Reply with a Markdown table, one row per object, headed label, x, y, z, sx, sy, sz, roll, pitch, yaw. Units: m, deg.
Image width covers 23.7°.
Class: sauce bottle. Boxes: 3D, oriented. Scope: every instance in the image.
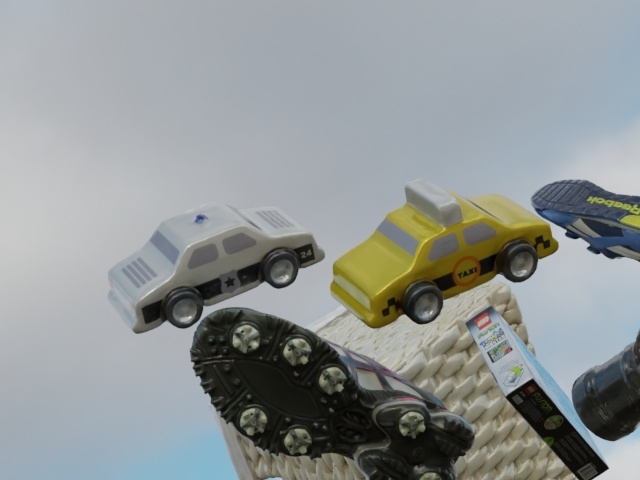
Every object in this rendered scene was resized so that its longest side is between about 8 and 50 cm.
| label | x | y | z | sx | sy | sz | roll | pitch | yaw |
| --- | --- | --- | --- | --- | --- | --- | --- | --- | --- |
| sauce bottle | 0.357 | 0.068 | 1.316 | 0.111 | 0.111 | 0.344 | 9 | -36 | -36 |

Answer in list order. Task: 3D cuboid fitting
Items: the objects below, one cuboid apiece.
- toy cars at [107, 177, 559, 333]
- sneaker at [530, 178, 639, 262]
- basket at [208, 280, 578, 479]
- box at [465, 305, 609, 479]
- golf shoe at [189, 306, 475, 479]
| label | x | y | z | sx | sy | sz | roll | pitch | yaw |
| --- | --- | --- | --- | --- | --- | --- | --- | --- | --- |
| toy cars | 0.000 | 0.000 | 1.303 | 0.394 | 0.176 | 0.087 | -3 | -62 | 18 |
| sneaker | 0.249 | -0.014 | 1.362 | 0.053 | 0.144 | 0.059 | -39 | -49 | -29 |
| basket | 0.106 | 0.254 | 1.877 | 0.266 | 0.328 | 0.331 | -8 | 20 | 48 |
| box | 0.232 | 0.167 | 1.624 | 0.036 | 0.114 | 0.207 | -34 | -46 | 9 |
| golf shoe | 0.000 | 0.133 | 1.306 | 0.273 | 0.120 | 0.105 | 31 | -82 | -21 |
